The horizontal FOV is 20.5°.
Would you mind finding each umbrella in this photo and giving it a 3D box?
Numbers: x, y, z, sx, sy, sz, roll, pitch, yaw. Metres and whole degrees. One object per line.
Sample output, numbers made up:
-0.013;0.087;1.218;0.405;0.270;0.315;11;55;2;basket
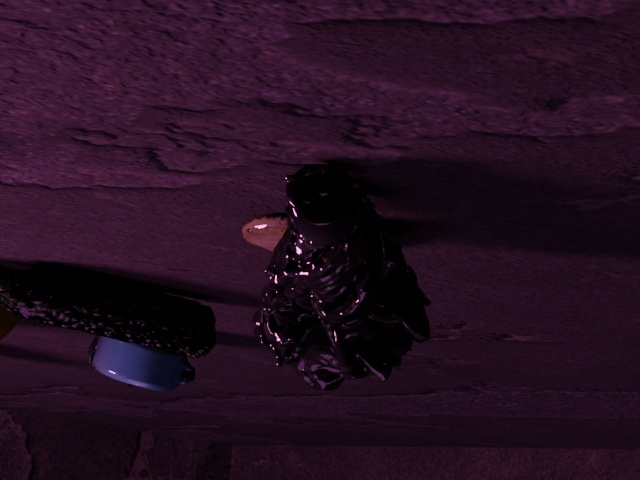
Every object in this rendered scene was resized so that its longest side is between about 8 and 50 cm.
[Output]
0.027;0.038;1.484;0.154;0.128;0.336;8;158;-4;umbrella

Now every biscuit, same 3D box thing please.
0.000;0.000;1.610;0.152;0.020;0.152;5;169;1;biscuit

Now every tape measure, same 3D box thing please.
-0.243;0.161;2.414;0.146;0.081;0.125;14;-176;-27;tape measure

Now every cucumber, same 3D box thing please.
-0.248;0.078;2.012;0.300;0.072;0.072;15;166;-40;cucumber

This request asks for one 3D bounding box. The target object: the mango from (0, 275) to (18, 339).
-0.410;0.072;2.011;0.117;0.089;0.163;2;168;18;mango
